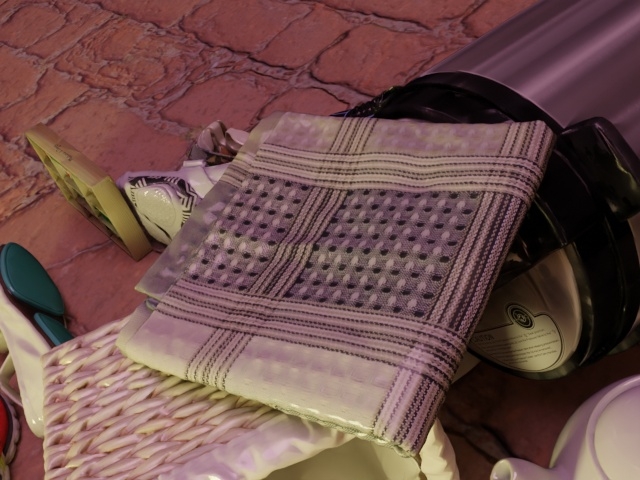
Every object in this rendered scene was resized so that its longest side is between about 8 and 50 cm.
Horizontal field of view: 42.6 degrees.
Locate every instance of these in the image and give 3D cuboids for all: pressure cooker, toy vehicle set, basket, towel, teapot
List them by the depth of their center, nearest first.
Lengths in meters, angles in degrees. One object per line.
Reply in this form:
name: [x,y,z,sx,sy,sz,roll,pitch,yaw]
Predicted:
towel: [0.000,0.000,0.696,0.324,0.056,0.312,9,57,37]
teapot: [0.333,0.210,0.755,0.253,0.187,0.256,21,56,36]
basket: [-0.056,0.219,0.803,0.331,0.328,0.266,-25,40,-3]
pressure cooker: [0.239,-0.054,0.918,0.420,0.369,0.375,-34,46,-24]
toy vehicle set: [-0.389,-0.084,1.366,0.035,0.166,0.267,-39,44,-19]

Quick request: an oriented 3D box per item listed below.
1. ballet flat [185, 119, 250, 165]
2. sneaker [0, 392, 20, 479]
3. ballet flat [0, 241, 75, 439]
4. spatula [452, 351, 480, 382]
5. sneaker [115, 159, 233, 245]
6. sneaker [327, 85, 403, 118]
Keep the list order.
ballet flat: [-0.155,-0.165,1.419,0.222,0.079,0.077,17,55,35]
sneaker: [-0.464,0.271,1.065,0.107,0.118,0.279,-25,42,-5]
ballet flat: [-0.435,0.140,1.199,0.139,0.139,0.400,-34,44,-14]
spatula: [0.179,0.082,1.079,0.242,0.019,0.168,-37,43,-21]
sneaker: [-0.134,-0.081,1.289,0.366,0.137,0.210,15,53,27]
sneaker: [0.103,-0.210,1.352,0.232,0.090,0.081,-1,46,21]
